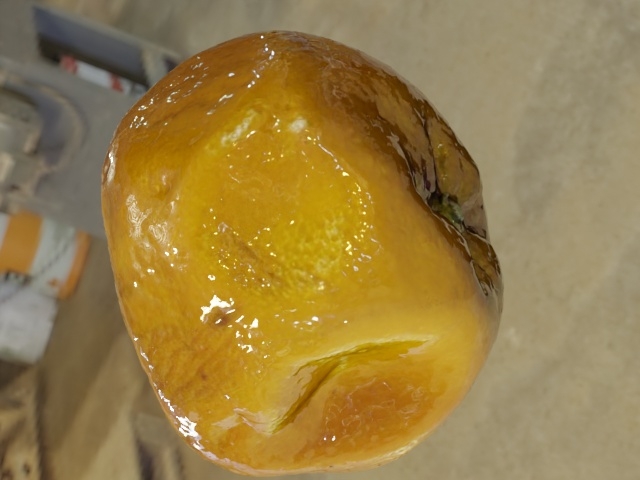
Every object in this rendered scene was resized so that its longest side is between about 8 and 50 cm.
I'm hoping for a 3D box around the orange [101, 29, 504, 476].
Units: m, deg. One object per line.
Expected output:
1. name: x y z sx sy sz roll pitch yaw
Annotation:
1. orange: 0.000 0.000 0.788 0.183 0.249 0.249 -15 47 12
